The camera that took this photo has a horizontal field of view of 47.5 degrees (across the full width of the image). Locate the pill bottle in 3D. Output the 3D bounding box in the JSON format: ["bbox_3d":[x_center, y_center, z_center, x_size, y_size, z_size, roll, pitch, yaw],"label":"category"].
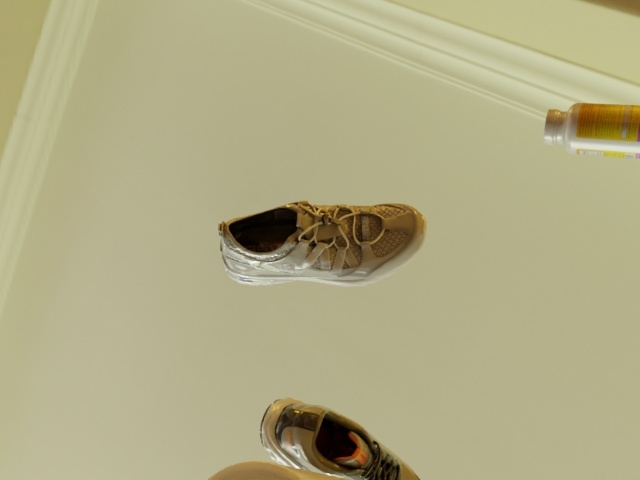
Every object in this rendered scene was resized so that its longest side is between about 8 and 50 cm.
[{"bbox_3d":[0.230,-0.091,0.601,0.083,0.043,0.043,8,-87,23],"label":"pill bottle"}]

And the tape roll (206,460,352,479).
[{"bbox_3d":[-0.031,0.369,0.772,0.246,0.169,0.246,-17,-120,31],"label":"tape roll"}]

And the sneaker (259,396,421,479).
[{"bbox_3d":[0.047,0.295,0.943,0.108,0.271,0.100,-16,-137,50],"label":"sneaker"}]

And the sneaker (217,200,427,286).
[{"bbox_3d":[0.000,0.000,0.949,0.281,0.115,0.105,-10,-117,4],"label":"sneaker"}]
